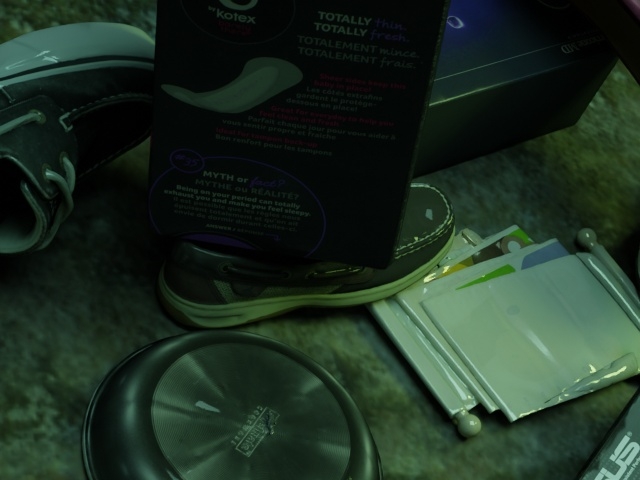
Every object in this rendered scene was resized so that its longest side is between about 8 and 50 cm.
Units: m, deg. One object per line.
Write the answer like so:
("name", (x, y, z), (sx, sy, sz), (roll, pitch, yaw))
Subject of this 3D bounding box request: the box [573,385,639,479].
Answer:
("box", (0.276, 0.163, 1.234), (0.184, 0.045, 0.190), (38, 74, 5))

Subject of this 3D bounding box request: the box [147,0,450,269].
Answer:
("box", (-0.012, -0.127, 1.135), (0.165, 0.270, 0.143), (9, 52, -1))

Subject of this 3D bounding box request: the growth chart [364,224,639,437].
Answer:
("growth chart", (0.145, 0.055, 1.335), (0.237, 0.021, 0.172), (-11, 57, -32))

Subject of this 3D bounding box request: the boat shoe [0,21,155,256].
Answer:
("boat shoe", (-0.209, -0.036, 1.169), (0.335, 0.121, 0.119), (-26, 61, -38))

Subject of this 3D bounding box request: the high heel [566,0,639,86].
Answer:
("high heel", (0.206, -0.141, 1.373), (0.181, 0.127, 0.377), (-10, 64, -1))

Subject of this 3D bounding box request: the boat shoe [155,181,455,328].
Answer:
("boat shoe", (-0.001, -0.001, 1.259), (0.224, 0.073, 0.080), (-14, 59, -24))

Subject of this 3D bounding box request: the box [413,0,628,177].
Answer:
("box", (0.074, -0.154, 1.428), (0.261, 0.103, 0.184), (-19, 65, -37))

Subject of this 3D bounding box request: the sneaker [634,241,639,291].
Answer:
("sneaker", (0.322, -0.034, 1.412), (0.086, 0.132, 0.228), (39, 43, 5))

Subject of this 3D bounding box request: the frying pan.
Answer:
("frying pan", (-0.010, 0.175, 1.144), (0.197, 0.053, 0.326), (-23, 61, -37))
